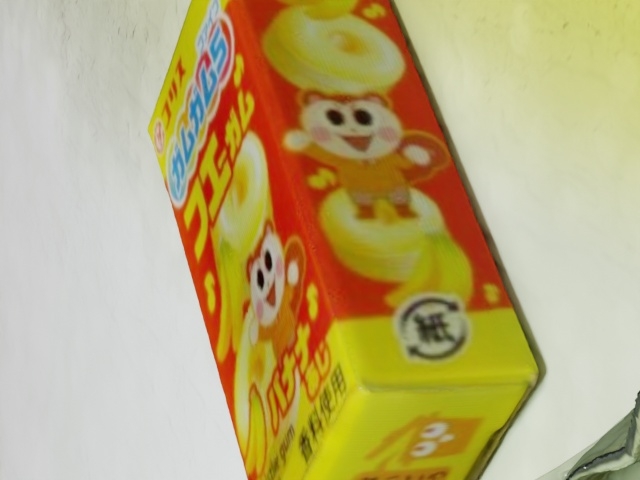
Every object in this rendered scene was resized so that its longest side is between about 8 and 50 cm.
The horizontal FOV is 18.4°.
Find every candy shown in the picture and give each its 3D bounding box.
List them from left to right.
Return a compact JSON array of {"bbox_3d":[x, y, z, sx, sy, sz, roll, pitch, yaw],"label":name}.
[{"bbox_3d":[0.000,0.000,0.934,0.146,0.088,0.276,114,147,-46],"label":"candy"}]

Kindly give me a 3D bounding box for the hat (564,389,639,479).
[{"bbox_3d":[0.130,0.045,0.589,0.166,0.122,0.081,75,-163,-61],"label":"hat"}]

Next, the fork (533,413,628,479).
[{"bbox_3d":[0.112,0.084,0.764,0.219,0.028,0.034,121,134,-57],"label":"fork"}]
